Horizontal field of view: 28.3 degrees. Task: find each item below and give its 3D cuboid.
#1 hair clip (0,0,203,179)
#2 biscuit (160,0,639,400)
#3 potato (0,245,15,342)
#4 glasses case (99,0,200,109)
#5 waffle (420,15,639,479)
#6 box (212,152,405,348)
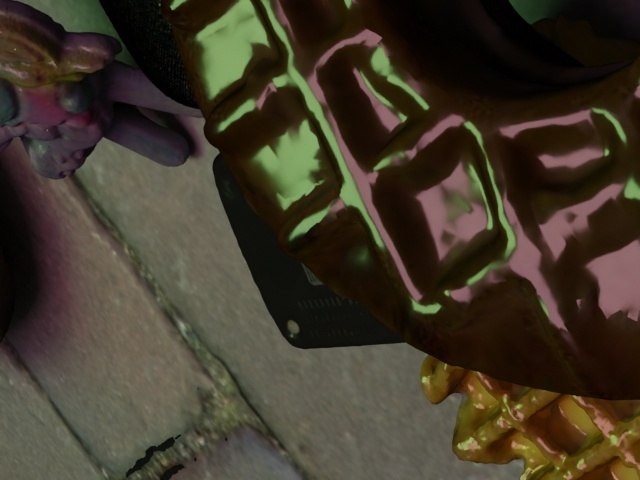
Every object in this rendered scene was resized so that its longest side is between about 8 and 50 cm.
[{"bbox_3d":[-0.200,-0.102,0.688,0.278,0.090,0.137,29,135,-7],"label":"hair clip"},{"bbox_3d":[0.084,-0.108,0.416,0.332,0.103,0.332,10,108,32],"label":"biscuit"},{"bbox_3d":[-0.340,-0.001,0.876,0.237,0.301,0.289,12,161,15],"label":"potato"},{"bbox_3d":[-0.088,-0.188,0.601,0.103,0.067,0.266,-7,112,43],"label":"glasses case"},{"bbox_3d":[0.109,0.028,0.569,0.229,0.057,0.219,51,139,8],"label":"waffle"},{"bbox_3d":[0.000,0.000,0.681,0.125,0.027,0.126,-11,107,48],"label":"box"}]
